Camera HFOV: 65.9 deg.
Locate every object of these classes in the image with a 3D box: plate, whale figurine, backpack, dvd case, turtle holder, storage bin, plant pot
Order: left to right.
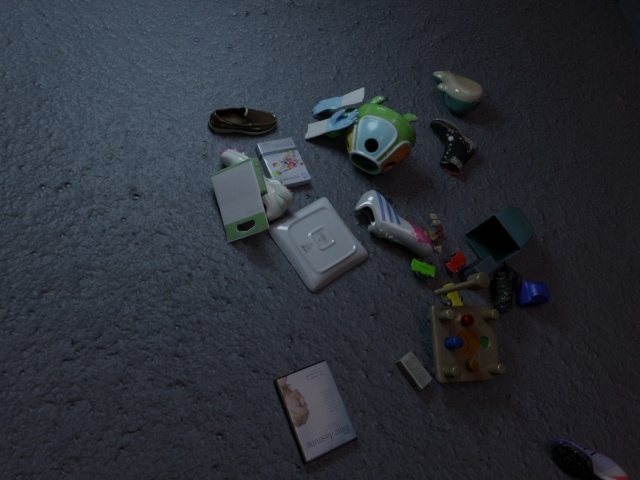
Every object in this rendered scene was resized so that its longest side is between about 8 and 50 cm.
[{"bbox_3d":[-0.015,0.505,1.473,0.181,0.022,0.252,-15,72,-28],"label":"dvd case"},{"bbox_3d":[0.000,0.000,1.710,0.278,0.045,0.277,-31,80,-30],"label":"plate"},{"bbox_3d":[0.192,-0.397,1.868,0.320,0.243,0.227,35,74,-13],"label":"turtle holder"},{"bbox_3d":[0.613,-0.677,2.254,0.216,0.141,0.272,-10,46,-26],"label":"whale figurine"},{"bbox_3d":[0.608,0.120,1.871,0.135,0.091,0.098,-29,79,-30],"label":"storage bin"},{"bbox_3d":[0.729,-0.032,1.954,0.234,0.166,0.165,-27,78,-41],"label":"plant pot"},{"bbox_3d":[0.835,0.208,1.917,0.120,0.101,0.097,7,70,-23],"label":"backpack"}]

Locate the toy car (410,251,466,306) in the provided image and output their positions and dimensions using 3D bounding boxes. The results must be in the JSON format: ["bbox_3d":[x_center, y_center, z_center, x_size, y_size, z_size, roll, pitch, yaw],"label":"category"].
[{"bbox_3d":[0.425,0.126,1.816,0.225,0.053,0.238,20,59,-12],"label":"toy car"}]

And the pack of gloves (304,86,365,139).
[{"bbox_3d":[0.047,-0.494,1.872,0.046,0.232,0.195,46,43,-45],"label":"pack of gloves"}]

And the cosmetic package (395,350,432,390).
[{"bbox_3d":[0.307,0.430,1.628,0.060,0.041,0.115,-30,80,-30],"label":"cosmetic package"}]

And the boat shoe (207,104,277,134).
[{"bbox_3d":[-0.270,-0.438,1.780,0.258,0.095,0.095,-12,71,-27],"label":"boat shoe"}]

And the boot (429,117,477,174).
[{"bbox_3d":[0.541,-0.401,2.100,0.236,0.085,0.178,37,60,-2],"label":"boot"}]

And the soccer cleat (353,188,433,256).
[{"bbox_3d":[0.259,-0.039,1.807,0.143,0.116,0.331,-42,82,-19],"label":"soccer cleat"}]

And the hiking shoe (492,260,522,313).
[{"bbox_3d":[0.685,0.179,1.870,0.114,0.086,0.227,47,47,-11],"label":"hiking shoe"}]

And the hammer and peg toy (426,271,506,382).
[{"bbox_3d":[0.481,0.295,1.685,0.266,0.127,0.361,2,76,-21],"label":"hammer and peg toy"}]

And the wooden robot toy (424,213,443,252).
[{"bbox_3d":[0.417,-0.031,1.882,0.079,0.076,0.173,5,63,-8],"label":"wooden robot toy"}]

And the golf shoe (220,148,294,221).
[{"bbox_3d":[-0.237,-0.188,1.667,0.306,0.115,0.140,39,72,7],"label":"golf shoe"}]

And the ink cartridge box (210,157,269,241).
[{"bbox_3d":[-0.252,-0.130,1.603,0.056,0.171,0.235,-13,86,-65],"label":"ink cartridge box"}]

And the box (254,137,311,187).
[{"bbox_3d":[-0.137,-0.278,1.792,0.145,0.038,0.186,-16,74,-27],"label":"box"}]

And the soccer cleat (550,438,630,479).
[{"bbox_3d":[0.924,0.763,1.695,0.318,0.108,0.116,34,38,-2],"label":"soccer cleat"}]
